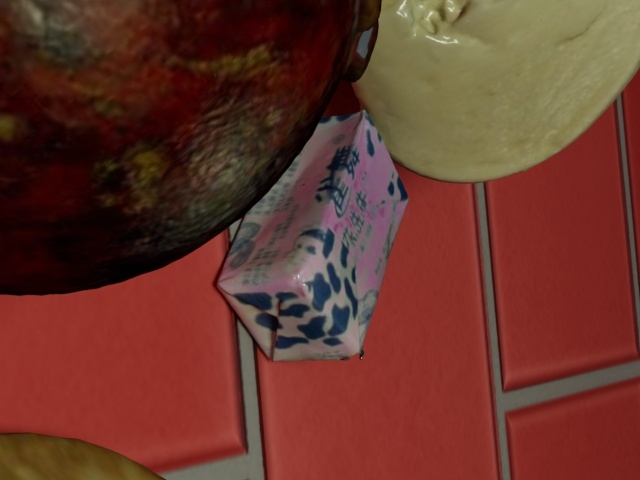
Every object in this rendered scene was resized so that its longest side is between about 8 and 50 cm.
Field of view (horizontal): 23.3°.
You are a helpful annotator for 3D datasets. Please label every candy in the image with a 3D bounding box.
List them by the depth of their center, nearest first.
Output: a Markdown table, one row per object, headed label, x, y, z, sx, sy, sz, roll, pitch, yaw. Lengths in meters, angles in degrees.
| label | x | y | z | sx | sy | sz | roll | pitch | yaw |
| --- | --- | --- | --- | --- | --- | --- | --- | --- | --- |
| candy | 0.000 | 0.000 | 1.033 | 0.092 | 0.073 | 0.160 | 60 | 37 | -38 |

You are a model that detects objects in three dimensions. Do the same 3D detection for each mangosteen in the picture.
| label | x | y | z | sx | sy | sz | roll | pitch | yaw |
| --- | --- | --- | --- | --- | --- | --- | --- | --- | --- |
| mangosteen | -0.151 | -0.133 | 0.641 | 0.306 | 0.359 | 0.306 | -173 | -90 | -88 |

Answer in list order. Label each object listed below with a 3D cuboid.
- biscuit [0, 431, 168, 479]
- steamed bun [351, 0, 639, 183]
| label | x | y | z | sx | sy | sz | roll | pitch | yaw |
| --- | --- | --- | --- | --- | --- | --- | --- | --- | --- |
| biscuit | -0.129 | 0.184 | 0.714 | 0.204 | 0.040 | 0.309 | 47 | 24 | 2 |
| steamed bun | 0.143 | -0.201 | 1.101 | 0.290 | 0.272 | 0.273 | -75 | 148 | -48 |
